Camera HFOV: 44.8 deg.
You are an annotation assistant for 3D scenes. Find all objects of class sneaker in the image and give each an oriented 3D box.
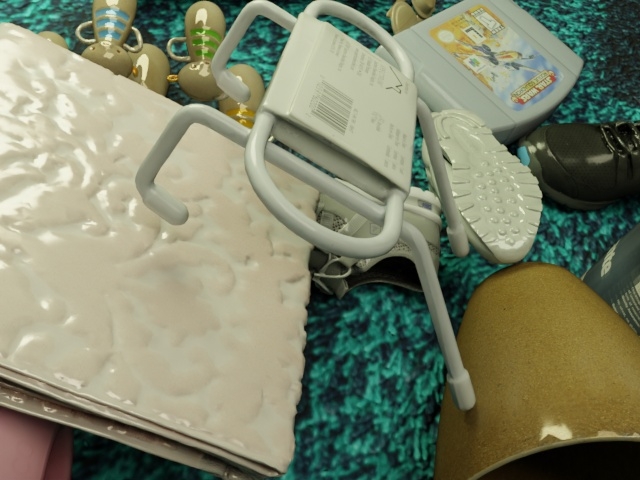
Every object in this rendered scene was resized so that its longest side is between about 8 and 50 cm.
[{"bbox_3d":[0.410,-0.119,0.974,0.340,0.140,0.125,0,60,-18],"label":"sneaker"},{"bbox_3d":[0.000,0.000,0.769,0.281,0.105,0.115,2,62,-16],"label":"sneaker"},{"bbox_3d":[0.167,-0.046,0.828,0.090,0.095,0.235,-4,40,-7],"label":"sneaker"}]

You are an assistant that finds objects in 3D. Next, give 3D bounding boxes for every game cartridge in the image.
[{"bbox_3d":[0.224,-0.227,1.026,0.198,0.062,0.297,42,50,14],"label":"game cartridge"}]

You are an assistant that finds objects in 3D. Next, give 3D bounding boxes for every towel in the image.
[{"bbox_3d":[-0.153,-0.008,0.563,0.317,0.053,0.332,25,36,-14],"label":"towel"}]

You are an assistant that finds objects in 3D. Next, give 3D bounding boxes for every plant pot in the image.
[{"bbox_3d":[0.203,0.144,0.686,0.237,0.237,0.254,13,38,-10],"label":"plant pot"}]

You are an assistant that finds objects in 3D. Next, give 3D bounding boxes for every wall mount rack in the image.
[{"bbox_3d":[0.033,-0.043,0.614,0.304,0.130,0.350,31,35,-12],"label":"wall mount rack"}]

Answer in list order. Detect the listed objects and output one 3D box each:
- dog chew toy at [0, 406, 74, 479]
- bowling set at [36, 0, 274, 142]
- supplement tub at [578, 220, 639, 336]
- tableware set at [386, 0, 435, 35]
[{"bbox_3d":[-0.338,0.150,0.494,0.331,0.206,0.207,6,54,-6],"label":"dog chew toy"},{"bbox_3d":[-0.175,-0.182,0.782,0.287,0.200,0.154,5,56,-11],"label":"bowling set"},{"bbox_3d":[0.379,0.052,0.760,0.191,0.272,0.191,10,54,-14],"label":"supplement tub"},{"bbox_3d":[0.108,-0.345,1.047,0.141,0.020,0.169,-51,121,-40],"label":"tableware set"}]
